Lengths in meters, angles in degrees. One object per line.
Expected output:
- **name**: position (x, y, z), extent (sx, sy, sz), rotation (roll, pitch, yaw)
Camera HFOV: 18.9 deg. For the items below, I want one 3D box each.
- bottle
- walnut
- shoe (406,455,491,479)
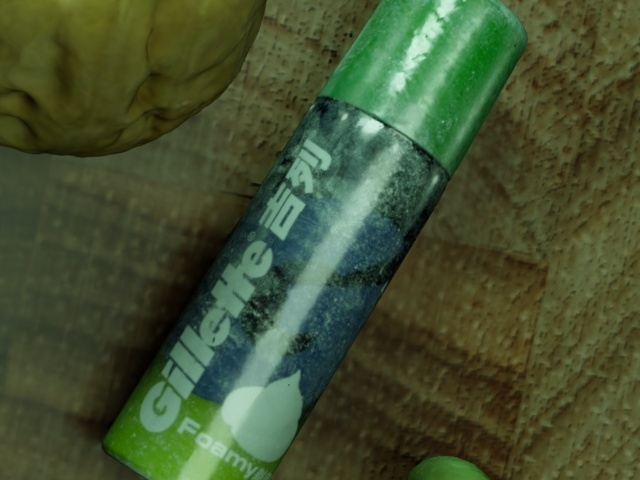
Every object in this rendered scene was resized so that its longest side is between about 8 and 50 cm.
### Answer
- **bottle**: position (0.000, 0.000, 1.087), extent (0.093, 0.093, 0.330), rotation (35, 81, -24)
- **walnut**: position (-0.121, -0.139, 0.945), extent (0.195, 0.222, 0.195), rotation (6, 68, -16)
- **shoe**: position (0.032, 0.251, 1.103), extent (0.128, 0.140, 0.262), rotation (16, 93, -31)
